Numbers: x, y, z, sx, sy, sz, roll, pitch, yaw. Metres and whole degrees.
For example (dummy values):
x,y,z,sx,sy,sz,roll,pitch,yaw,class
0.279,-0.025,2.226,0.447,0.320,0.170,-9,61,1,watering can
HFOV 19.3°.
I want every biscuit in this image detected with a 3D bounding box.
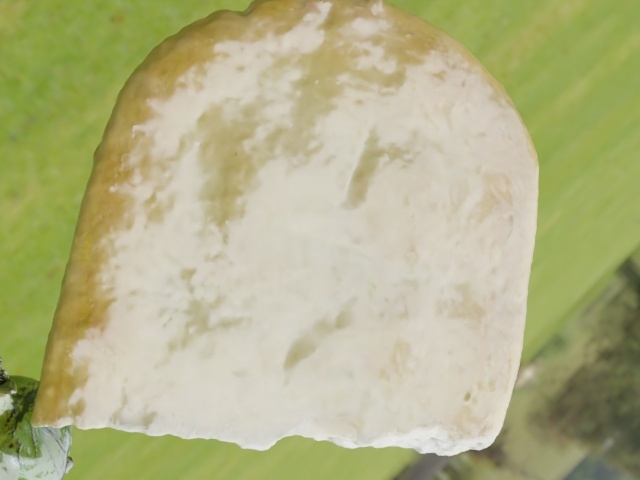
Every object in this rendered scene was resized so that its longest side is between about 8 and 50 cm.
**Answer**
x,y,z,sx,sy,sz,roll,pitch,yaw,class
0.000,0.000,1.677,0.104,0.429,0.446,-139,-117,-77,biscuit

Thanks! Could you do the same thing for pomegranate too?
x,y,z,sx,sy,sz,roll,pitch,yaw,class
-0.337,0.193,1.994,0.131,0.191,0.152,-15,-149,0,pomegranate
